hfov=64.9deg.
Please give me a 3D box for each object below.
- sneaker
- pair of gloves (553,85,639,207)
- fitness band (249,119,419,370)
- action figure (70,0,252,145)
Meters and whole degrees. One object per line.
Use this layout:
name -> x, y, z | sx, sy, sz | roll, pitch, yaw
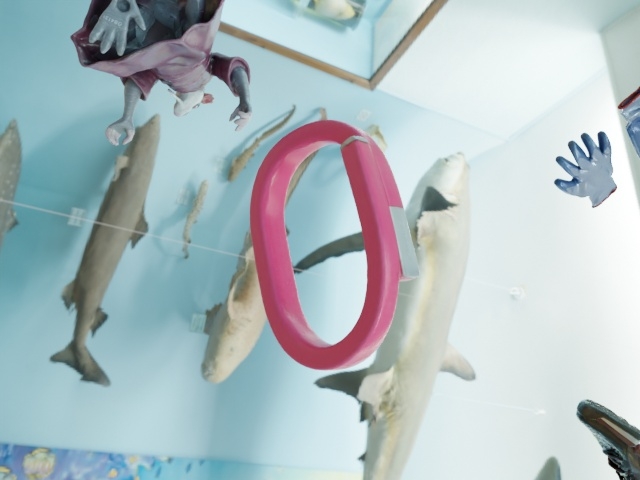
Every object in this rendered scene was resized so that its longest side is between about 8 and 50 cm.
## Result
sneaker -> 0.471, 0.383, 0.747 | 0.162, 0.281, 0.106 | -52, 167, 6
pair of gloves -> 0.431, -0.136, 0.724 | 0.198, 0.159, 0.023 | -47, -138, 18
fitness band -> 0.000, 0.000, 0.575 | 0.209, 0.054, 0.290 | -28, -115, 40
action figure -> -0.239, -0.300, 0.779 | 0.370, 0.248, 0.275 | 179, -94, -86
